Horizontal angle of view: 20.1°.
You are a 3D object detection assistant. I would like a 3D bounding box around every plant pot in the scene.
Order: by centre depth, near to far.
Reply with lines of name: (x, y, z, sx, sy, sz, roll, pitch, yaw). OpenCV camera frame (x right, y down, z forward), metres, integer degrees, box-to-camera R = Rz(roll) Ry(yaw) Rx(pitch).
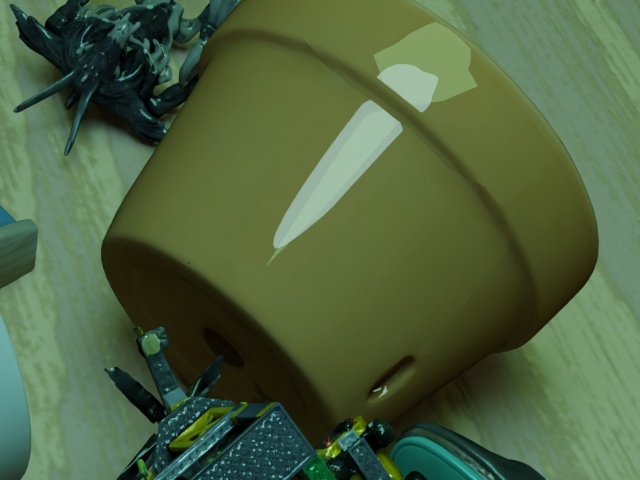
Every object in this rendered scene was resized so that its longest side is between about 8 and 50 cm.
plant pot: (0.000, 0.000, 1.139, 0.291, 0.291, 0.203, 36, 66, 18)

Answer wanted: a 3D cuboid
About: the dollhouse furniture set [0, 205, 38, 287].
dollhouse furniture set: (-0.320, -0.090, 1.107, 0.286, 0.303, 0.198, -32, 62, -34)

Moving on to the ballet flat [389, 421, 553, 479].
ballet flat: (0.155, 0.216, 1.100, 0.096, 0.095, 0.280, -23, 68, -41)

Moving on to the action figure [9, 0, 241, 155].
action figure: (-0.120, -0.183, 1.351, 0.164, 0.141, 0.276, 35, 48, 3)

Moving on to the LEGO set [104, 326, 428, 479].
LEGO set: (-0.096, 0.231, 0.983, 0.255, 0.192, 0.331, 48, 67, -13)

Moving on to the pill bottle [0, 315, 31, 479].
pill bottle: (-0.356, 0.119, 0.972, 0.363, 0.210, 0.210, -21, 57, -29)
